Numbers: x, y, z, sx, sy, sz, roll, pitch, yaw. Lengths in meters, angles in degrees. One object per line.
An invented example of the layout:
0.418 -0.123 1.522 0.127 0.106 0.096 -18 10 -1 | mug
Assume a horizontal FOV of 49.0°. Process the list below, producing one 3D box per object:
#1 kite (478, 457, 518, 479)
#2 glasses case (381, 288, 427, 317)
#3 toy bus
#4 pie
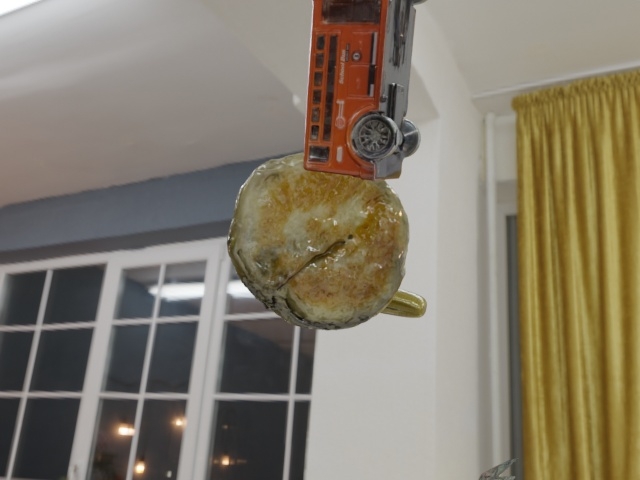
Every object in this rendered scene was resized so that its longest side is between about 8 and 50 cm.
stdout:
0.369 0.503 1.482 0.137 0.005 0.152 -46 -43 11 | kite
0.138 0.138 1.676 0.234 0.064 0.079 11 21 14 | glasses case
0.062 -0.252 0.964 0.153 0.330 0.143 8 10 22 | toy bus
0.000 0.000 1.245 0.338 0.339 0.077 7 1 -9 | pie
